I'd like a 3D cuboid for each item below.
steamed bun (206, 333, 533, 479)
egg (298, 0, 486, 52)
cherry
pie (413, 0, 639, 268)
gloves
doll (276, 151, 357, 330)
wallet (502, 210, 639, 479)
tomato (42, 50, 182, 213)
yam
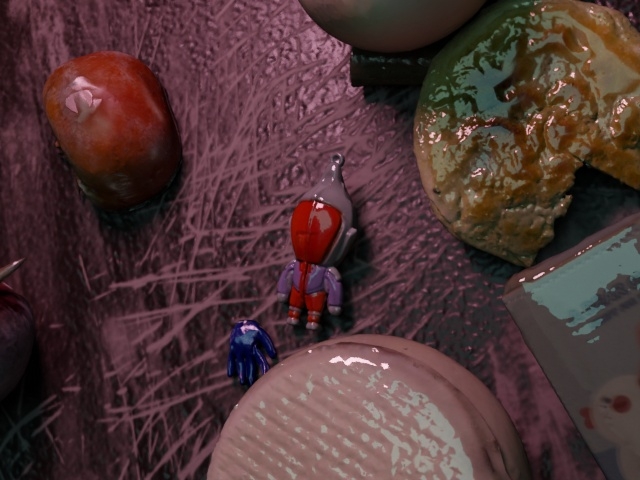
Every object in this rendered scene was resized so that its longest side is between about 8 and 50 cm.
[{"bbox_3d":[0.063,0.293,1.420,0.374,0.241,0.375,-3,80,18],"label":"steamed bun"},{"bbox_3d":[0.091,-0.370,1.532,0.283,0.283,0.345,2,43,18],"label":"egg"},{"bbox_3d":[-0.499,0.118,1.662,0.296,0.218,0.255,-47,67,14],"label":"cherry"},{"bbox_3d":[0.260,-0.141,1.527,0.337,0.075,0.338,0,90,7],"label":"pie"},{"bbox_3d":[-0.088,0.145,1.622,0.064,0.026,0.086,0,76,16],"label":"gloves"},{"bbox_3d":[0.000,0.000,1.603,0.102,0.075,0.228,10,89,29],"label":"doll"},{"bbox_3d":[0.391,0.146,1.403,0.252,0.083,0.360,-30,86,2],"label":"wallet"},{"bbox_3d":[-0.295,-0.160,1.702,0.180,0.155,0.214,-32,68,4],"label":"tomato"},{"bbox_3d":[0.123,-0.232,1.627,0.169,0.068,0.068,1,77,17],"label":"yam"}]
